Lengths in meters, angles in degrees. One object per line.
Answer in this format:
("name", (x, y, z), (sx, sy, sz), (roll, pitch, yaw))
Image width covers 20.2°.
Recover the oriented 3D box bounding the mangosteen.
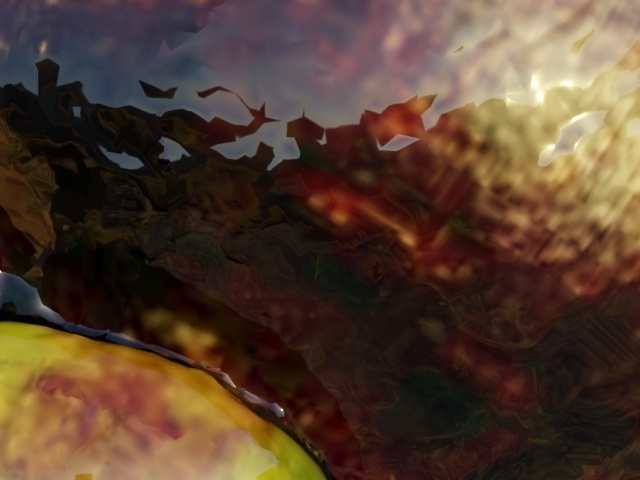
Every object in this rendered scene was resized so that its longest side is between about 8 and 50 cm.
("mangosteen", (0.013, -0.008, 0.435), (0.297, 0.313, 0.297), (-7, -25, -3))
